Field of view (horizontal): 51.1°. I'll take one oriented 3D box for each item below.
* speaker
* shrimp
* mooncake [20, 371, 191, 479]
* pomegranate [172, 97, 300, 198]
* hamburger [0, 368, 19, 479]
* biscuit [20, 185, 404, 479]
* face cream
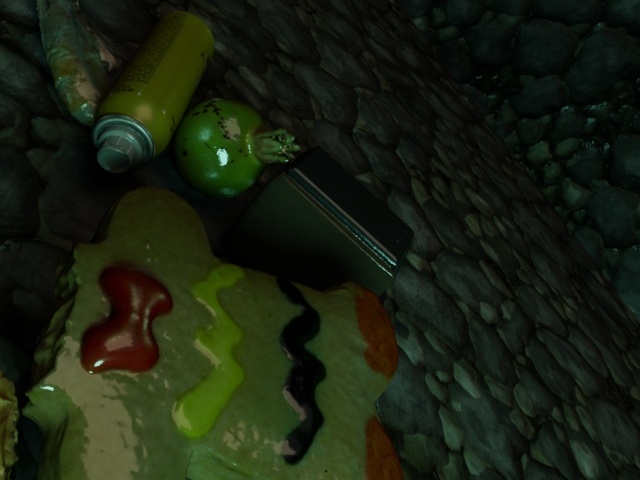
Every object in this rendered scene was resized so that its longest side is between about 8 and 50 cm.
[{"bbox_3d":[0.000,0.000,1.033,0.231,0.192,0.153,42,32,-2],"label":"speaker"},{"bbox_3d":[-0.354,-0.291,1.038,0.164,0.062,0.317,1,58,-56],"label":"shrimp"},{"bbox_3d":[-0.177,0.155,0.692,0.245,0.133,0.245,26,44,-28],"label":"mooncake"},{"bbox_3d":[-0.131,-0.142,1.020,0.159,0.205,0.159,-14,106,-61],"label":"pomegranate"},{"bbox_3d":[-0.340,0.167,0.416,0.284,0.174,0.304,23,39,-37],"label":"hamburger"},{"bbox_3d":[-0.070,0.134,0.645,0.394,0.076,0.368,28,42,-26],"label":"biscuit"},{"bbox_3d":[-0.242,-0.214,0.971,0.105,0.105,0.348,35,37,-21],"label":"face cream"}]
